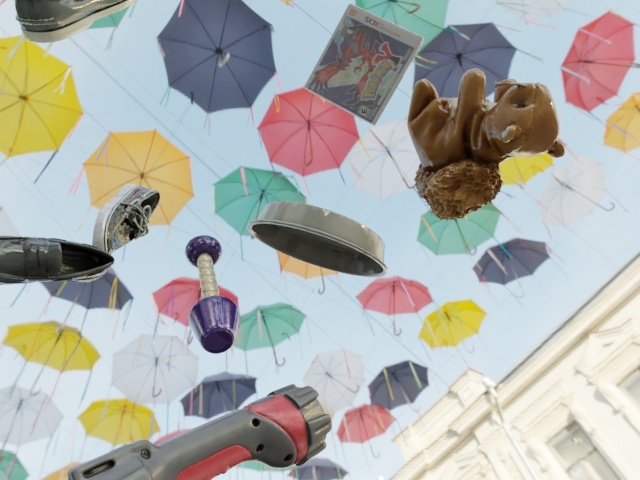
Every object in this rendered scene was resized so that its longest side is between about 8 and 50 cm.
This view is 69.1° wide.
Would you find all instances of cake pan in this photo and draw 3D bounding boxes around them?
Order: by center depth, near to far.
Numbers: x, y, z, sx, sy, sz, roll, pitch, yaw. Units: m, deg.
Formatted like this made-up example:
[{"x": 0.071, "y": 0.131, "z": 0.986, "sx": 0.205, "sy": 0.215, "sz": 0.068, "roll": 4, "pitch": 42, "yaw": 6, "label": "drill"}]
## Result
[{"x": 0.000, "y": 0.000, "z": 0.930, "sx": 0.293, "sy": 0.293, "sz": 0.054, "roll": 26, "pitch": -106, "yaw": -25, "label": "cake pan"}]

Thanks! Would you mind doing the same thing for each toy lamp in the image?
[{"x": -0.184, "y": 0.083, "z": 0.779, "sx": 0.080, "sy": 0.275, "sz": 0.080, "roll": -7, "pitch": -61, "yaw": -13, "label": "toy lamp"}]

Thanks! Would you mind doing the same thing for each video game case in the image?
[{"x": 0.088, "y": -0.375, "z": 0.988, "sx": 0.183, "sy": 0.023, "sz": 0.201, "roll": 33, "pitch": -80, "yaw": 15, "label": "video game case"}]

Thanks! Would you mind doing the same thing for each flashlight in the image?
[{"x": -0.120, "y": 0.261, "z": 0.544, "sx": 0.304, "sy": 0.103, "sz": 0.103, "roll": -9, "pitch": -56, "yaw": -47, "label": "flashlight"}]

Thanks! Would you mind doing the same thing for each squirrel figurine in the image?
[{"x": 0.412, "y": -0.226, "z": 1.180, "sx": 0.281, "sy": 0.370, "sz": 0.397, "roll": 14, "pitch": -84, "yaw": -30, "label": "squirrel figurine"}]

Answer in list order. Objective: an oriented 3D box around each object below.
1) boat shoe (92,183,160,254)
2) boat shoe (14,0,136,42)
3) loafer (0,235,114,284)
[{"x": -0.499, "y": -0.053, "z": 1.222, "sx": 0.105, "sy": 0.306, "sz": 0.113, "roll": 6, "pitch": -63, "yaw": -4, "label": "boat shoe"}, {"x": -0.433, "y": -0.473, "z": 0.852, "sx": 0.116, "sy": 0.319, "sz": 0.099, "roll": 13, "pitch": -41, "yaw": 12, "label": "boat shoe"}, {"x": -0.423, "y": 0.026, "z": 0.703, "sx": 0.078, "sy": 0.076, "sz": 0.223, "roll": -19, "pitch": -15, "yaw": 27, "label": "loafer"}]
